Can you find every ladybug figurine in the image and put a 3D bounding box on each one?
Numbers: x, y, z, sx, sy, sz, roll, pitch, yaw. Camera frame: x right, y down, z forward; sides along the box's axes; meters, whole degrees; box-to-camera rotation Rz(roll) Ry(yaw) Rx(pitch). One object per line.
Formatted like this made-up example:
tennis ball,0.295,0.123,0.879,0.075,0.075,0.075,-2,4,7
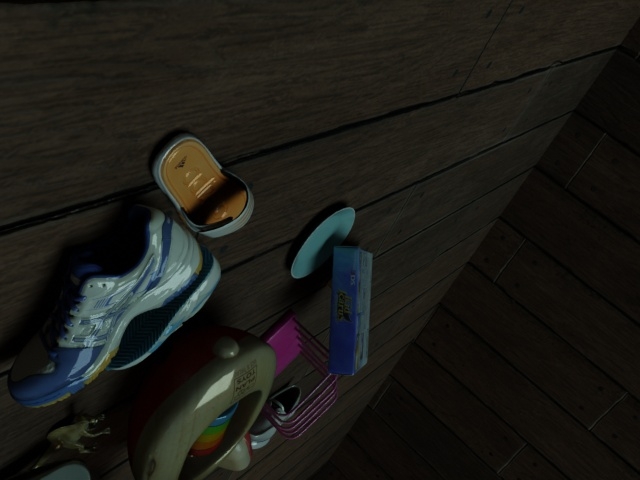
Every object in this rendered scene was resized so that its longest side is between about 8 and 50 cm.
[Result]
ladybug figurine,-0.234,0.306,1.318,0.305,0.162,0.449,-27,152,-45

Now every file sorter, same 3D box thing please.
file sorter,-0.072,0.343,1.714,0.202,0.182,0.291,-42,160,-16

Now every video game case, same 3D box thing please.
video game case,0.069,0.153,1.583,0.244,0.061,0.269,23,70,-79

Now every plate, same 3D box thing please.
plate,0.000,0.000,1.455,0.188,0.024,0.188,-42,160,-20

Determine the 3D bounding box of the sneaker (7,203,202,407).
sneaker,-0.291,0.072,0.875,0.296,0.112,0.131,-47,144,-10

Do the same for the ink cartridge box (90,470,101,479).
ink cartridge box,-0.502,0.545,1.378,0.179,0.045,0.145,-40,159,-31

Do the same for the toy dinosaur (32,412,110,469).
toy dinosaur,-0.413,0.325,1.164,0.183,0.053,0.092,-43,147,22

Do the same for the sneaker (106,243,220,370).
sneaker,-0.236,0.108,1.053,0.228,0.087,0.092,-44,163,-7

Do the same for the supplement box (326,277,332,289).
supplement box,0.064,0.088,1.745,0.098,0.036,0.062,-49,162,1

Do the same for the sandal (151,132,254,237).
sandal,-0.145,-0.052,0.951,0.102,0.076,0.265,-47,161,-4

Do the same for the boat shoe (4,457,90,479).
boat shoe,-0.472,0.407,1.105,0.219,0.078,0.070,-18,-173,-22

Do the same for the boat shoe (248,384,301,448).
boat shoe,-0.137,0.494,2.004,0.267,0.096,0.088,-22,144,-55

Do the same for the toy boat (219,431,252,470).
toy boat,-0.230,0.459,1.712,0.231,0.151,0.151,96,9,-61
